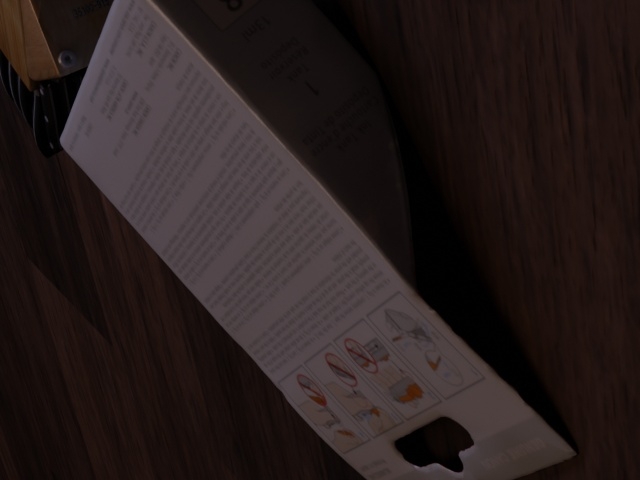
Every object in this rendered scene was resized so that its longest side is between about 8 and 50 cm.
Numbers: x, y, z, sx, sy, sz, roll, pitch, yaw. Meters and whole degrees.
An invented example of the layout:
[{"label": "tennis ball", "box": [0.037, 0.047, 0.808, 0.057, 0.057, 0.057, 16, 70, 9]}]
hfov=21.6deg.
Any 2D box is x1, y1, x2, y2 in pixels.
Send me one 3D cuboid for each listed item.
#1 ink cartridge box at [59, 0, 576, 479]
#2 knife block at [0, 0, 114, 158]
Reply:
[{"label": "ink cartridge box", "box": [0.000, 0.000, 1.110, 0.385, 0.091, 0.308, 47, 157, 0]}, {"label": "knife block", "box": [-0.230, -0.205, 1.359, 0.242, 0.088, 0.276, 8, 122, 64]}]
